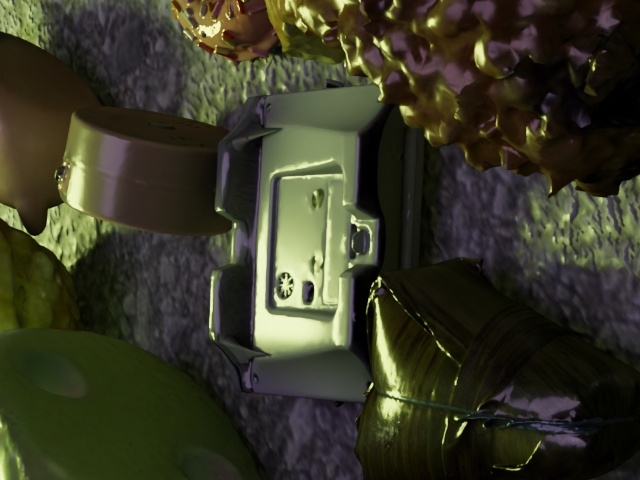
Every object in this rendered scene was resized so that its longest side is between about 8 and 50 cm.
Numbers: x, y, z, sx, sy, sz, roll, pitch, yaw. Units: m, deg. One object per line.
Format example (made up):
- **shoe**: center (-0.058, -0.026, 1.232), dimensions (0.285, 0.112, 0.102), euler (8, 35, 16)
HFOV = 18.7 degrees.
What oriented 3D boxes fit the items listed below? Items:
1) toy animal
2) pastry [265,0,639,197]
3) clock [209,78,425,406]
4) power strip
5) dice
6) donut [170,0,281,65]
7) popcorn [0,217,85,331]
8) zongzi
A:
- **toy animal**: center (-0.306, -0.118, 1.809), dimensions (0.250, 0.166, 0.154), euler (28, 125, 37)
- **pastry**: center (0.140, -0.219, 1.178), dimensions (0.405, 0.292, 0.337), euler (39, 108, 58)
- **clock**: center (0.000, 0.000, 1.479), dimensions (0.186, 0.083, 0.253), euler (-1, 85, 50)
- **power strip**: center (-0.140, -0.060, 1.601), dimensions (0.154, 0.154, 0.078), euler (27, 110, 49)
- **dice**: center (-0.208, 0.235, 1.577), dimensions (0.252, 0.254, 0.250), euler (-59, 47, 25)
- **donut**: center (-0.064, -0.201, 1.594), dimensions (0.166, 0.065, 0.117), euler (-29, 64, 48)
- **popcorn**: center (-0.337, 0.085, 1.758), dimensions (0.249, 0.249, 0.225), euler (11, 59, 51)
- **zongzi**: center (0.111, 0.155, 1.313), dimensions (0.221, 0.112, 0.242), euler (31, 118, 47)
